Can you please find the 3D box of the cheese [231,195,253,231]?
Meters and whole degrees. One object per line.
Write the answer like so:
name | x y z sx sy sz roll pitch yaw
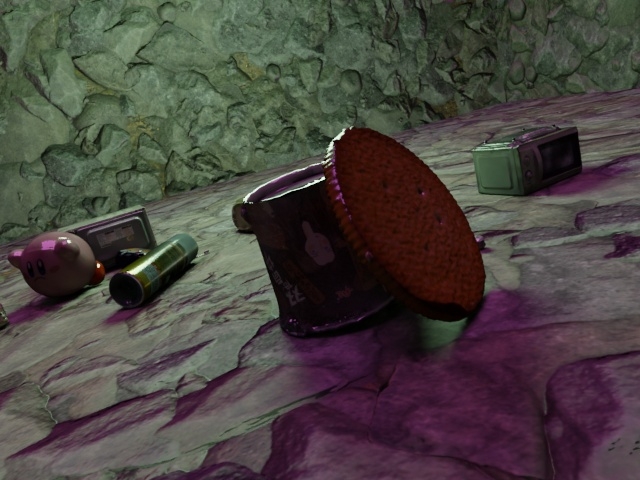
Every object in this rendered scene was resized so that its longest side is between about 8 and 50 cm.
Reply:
cheese | -0.160 -0.097 1.592 0.203 0.090 0.175 -22 18 -28

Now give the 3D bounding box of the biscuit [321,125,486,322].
biscuit | 0.117 -0.028 0.727 0.038 0.305 0.305 -38 -1 35

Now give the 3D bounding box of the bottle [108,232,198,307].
bottle | -0.368 0.060 1.218 0.082 0.082 0.286 -10 15 14

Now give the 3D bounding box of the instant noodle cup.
instant noodle cup | 0.000 0.000 0.809 0.218 0.207 0.217 -19 16 6

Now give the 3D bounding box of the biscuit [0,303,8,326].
biscuit | -0.803 0.201 1.184 0.200 0.040 0.121 -24 20 -30

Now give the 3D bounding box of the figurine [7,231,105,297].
figurine | -0.647 0.057 1.322 0.174 0.173 0.173 -13 15 4

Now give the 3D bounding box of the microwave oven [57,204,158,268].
microwave oven | -0.608 0.000 1.540 0.241 0.145 0.194 -20 17 -21

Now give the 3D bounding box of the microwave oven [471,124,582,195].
microwave oven | 0.490 -0.197 1.279 0.205 0.129 0.163 -21 17 -26

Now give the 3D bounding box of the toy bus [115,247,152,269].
toy bus | -0.475 0.049 1.411 0.072 0.057 0.172 -15 12 -42

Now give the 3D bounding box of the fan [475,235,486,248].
fan | 0.153 0.040 0.930 0.282 0.023 0.057 -16 13 0

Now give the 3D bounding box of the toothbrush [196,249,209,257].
toothbrush | -0.328 0.045 1.382 0.097 0.008 0.006 -25 5 -34
